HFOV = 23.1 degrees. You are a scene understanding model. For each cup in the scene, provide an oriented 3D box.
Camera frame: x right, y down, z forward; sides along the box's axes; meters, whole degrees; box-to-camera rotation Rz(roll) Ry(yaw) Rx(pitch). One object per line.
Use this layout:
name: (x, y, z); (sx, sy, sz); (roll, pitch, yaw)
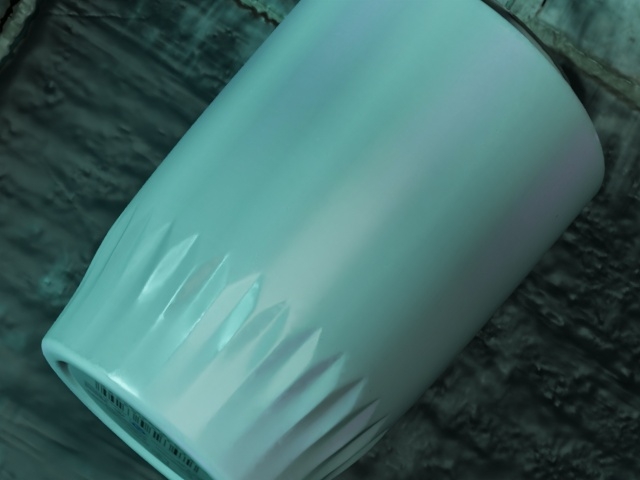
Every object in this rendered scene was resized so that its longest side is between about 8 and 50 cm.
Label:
cup: (0.000, 0.000, 1.095); (0.253, 0.253, 0.371); (43, 74, -3)
